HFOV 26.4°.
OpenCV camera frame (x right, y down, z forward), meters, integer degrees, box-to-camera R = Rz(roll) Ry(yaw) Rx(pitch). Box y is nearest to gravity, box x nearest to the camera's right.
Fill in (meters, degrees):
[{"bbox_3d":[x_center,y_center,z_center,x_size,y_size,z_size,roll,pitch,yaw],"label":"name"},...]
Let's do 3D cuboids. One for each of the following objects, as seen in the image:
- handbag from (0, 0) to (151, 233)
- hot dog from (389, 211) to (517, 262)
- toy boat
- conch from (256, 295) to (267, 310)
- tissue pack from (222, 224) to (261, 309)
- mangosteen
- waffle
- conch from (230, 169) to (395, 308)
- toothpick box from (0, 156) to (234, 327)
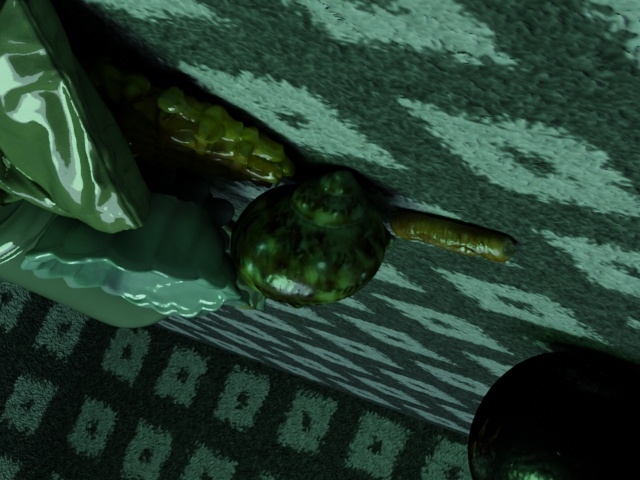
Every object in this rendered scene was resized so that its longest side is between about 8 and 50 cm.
[{"bbox_3d":[-0.301,-0.126,1.217,0.316,0.109,0.253,12,140,41],"label":"handbag"},{"bbox_3d":[0.121,-0.004,1.302,0.137,0.028,0.044,17,162,36],"label":"hot dog"},{"bbox_3d":[-0.169,0.012,1.351,0.200,0.100,0.290,5,168,20],"label":"toy boat"},{"bbox_3d":[-0.094,0.047,1.991,0.180,0.088,0.065,62,-174,-54],"label":"conch"},{"bbox_3d":[-0.196,0.008,1.873,0.222,0.090,0.186,17,162,40],"label":"tissue pack"},{"bbox_3d":[0.307,0.294,1.663,0.275,0.302,0.275,14,-164,-4],"label":"mangosteen"},{"bbox_3d":[-0.144,-0.109,1.300,0.238,0.058,0.243,9,166,43],"label":"waffle"},{"bbox_3d":[-0.001,-0.003,1.338,0.187,0.124,0.181,-22,-179,-40],"label":"conch"},{"bbox_3d":[-0.241,-0.028,1.517,0.229,0.229,0.316,14,168,42],"label":"toothpick box"}]
